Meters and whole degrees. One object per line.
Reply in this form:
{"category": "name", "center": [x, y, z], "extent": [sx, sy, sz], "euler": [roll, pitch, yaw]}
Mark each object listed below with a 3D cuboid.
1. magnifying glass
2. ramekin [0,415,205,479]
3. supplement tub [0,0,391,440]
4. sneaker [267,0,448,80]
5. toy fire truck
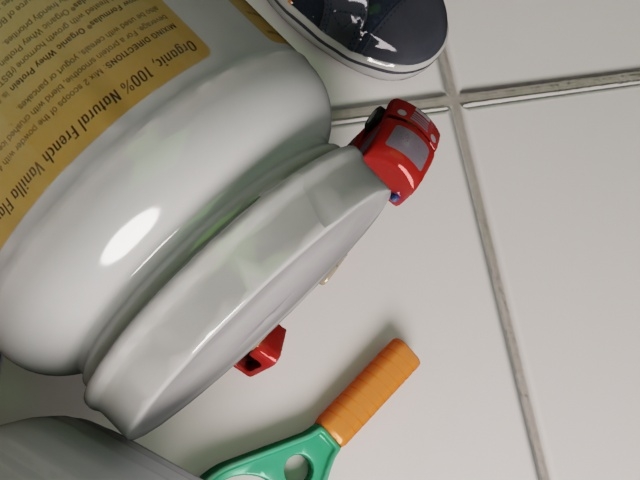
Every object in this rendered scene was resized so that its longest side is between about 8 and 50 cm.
{"category": "magnifying glass", "center": [-0.011, 0.159, 0.664], "extent": [0.231, 0.026, 0.092], "euler": [-44, 98, -23]}
{"category": "ramekin", "center": [-0.148, 0.226, 0.468], "extent": [0.135, 0.277, 0.277], "euler": [25, 68, 25]}
{"category": "supplement tub", "center": [-0.138, -0.070, 0.510], "extent": [0.228, 0.228, 0.316], "euler": [-41, 82, -22]}
{"category": "sneaker", "center": [-0.007, -0.260, 0.685], "extent": [0.321, 0.127, 0.126], "euler": [45, 67, -10]}
{"category": "toy fire truck", "center": [0.000, 0.000, 0.634], "extent": [0.047, 0.192, 0.135], "euler": [36, 42, -13]}
